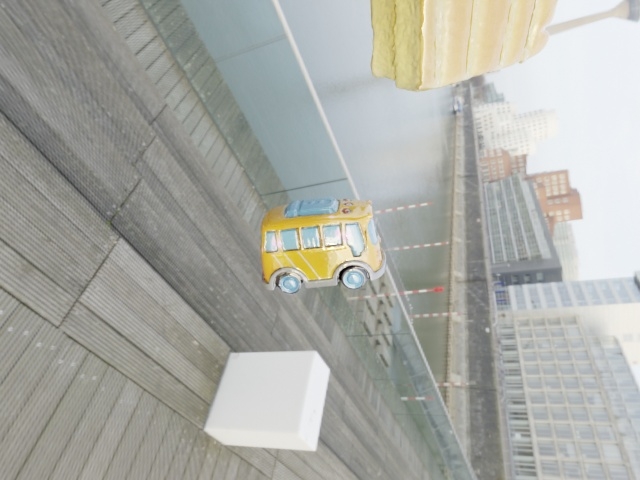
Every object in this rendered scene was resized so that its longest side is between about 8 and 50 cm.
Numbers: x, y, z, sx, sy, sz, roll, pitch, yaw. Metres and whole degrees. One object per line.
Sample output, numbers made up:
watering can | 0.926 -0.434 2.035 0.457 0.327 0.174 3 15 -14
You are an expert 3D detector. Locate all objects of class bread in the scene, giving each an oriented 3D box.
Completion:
bread | 0.175 -0.326 0.486 0.239 0.111 0.245 -23 128 -23

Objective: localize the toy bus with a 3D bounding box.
toy bus | 0.000 0.000 0.703 0.126 0.210 0.136 -80 163 -65
